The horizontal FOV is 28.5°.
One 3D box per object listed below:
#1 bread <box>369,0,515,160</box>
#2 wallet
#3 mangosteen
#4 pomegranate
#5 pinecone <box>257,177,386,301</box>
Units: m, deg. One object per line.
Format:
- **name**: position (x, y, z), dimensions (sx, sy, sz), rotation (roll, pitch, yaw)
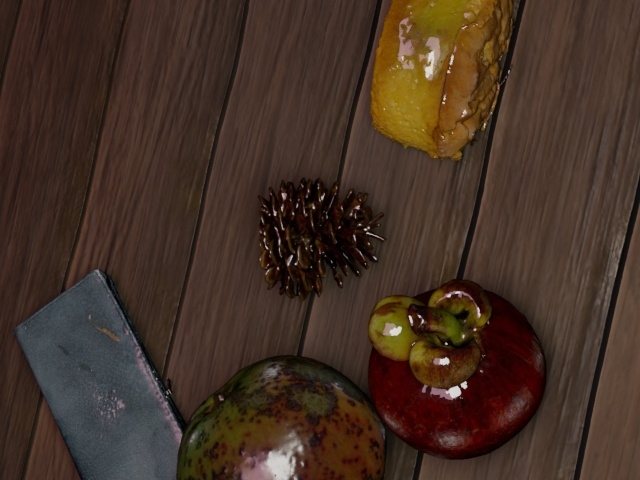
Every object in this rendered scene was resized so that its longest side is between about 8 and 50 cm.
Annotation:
- **bread**: position (0.150, -0.241, 1.603), dimensions (0.160, 0.147, 0.260), rotation (21, 94, 22)
- **wallet**: position (-0.299, 0.242, 1.812), dimensions (0.191, 0.046, 0.379), rotation (-35, 71, 17)
- **mangosteen**: position (0.149, 0.141, 1.504), dimensions (0.215, 0.257, 0.215), rotation (-16, 51, 21)
- **pomegranate**: position (-0.017, 0.317, 1.584), dimensions (0.285, 0.285, 0.341), rotation (-36, 102, 17)
- **pinecone**: position (0.003, -0.006, 1.644), dimensions (0.165, 0.163, 0.163), rotation (-9, 81, 13)
